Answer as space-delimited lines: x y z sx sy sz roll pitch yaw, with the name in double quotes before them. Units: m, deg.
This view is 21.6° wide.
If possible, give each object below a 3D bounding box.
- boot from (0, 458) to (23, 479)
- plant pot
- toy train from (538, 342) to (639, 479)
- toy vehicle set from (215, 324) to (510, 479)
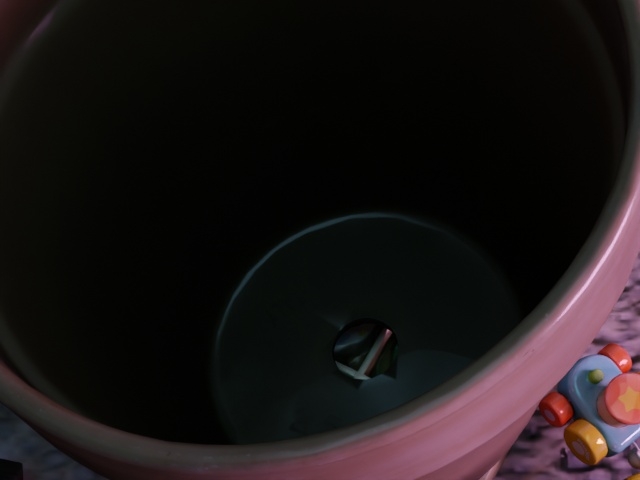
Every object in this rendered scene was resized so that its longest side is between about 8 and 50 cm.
"boot" -0.219 0.210 0.879 0.076 0.137 0.198 5 23 27
"plant pot" 0.000 0.000 0.799 0.323 0.280 0.323 -5 63 9
"toy train" 0.135 0.127 0.885 0.125 0.046 0.166 5 72 -14
"toy vehicle set" -0.001 0.043 0.968 0.266 0.035 0.166 25 66 15
